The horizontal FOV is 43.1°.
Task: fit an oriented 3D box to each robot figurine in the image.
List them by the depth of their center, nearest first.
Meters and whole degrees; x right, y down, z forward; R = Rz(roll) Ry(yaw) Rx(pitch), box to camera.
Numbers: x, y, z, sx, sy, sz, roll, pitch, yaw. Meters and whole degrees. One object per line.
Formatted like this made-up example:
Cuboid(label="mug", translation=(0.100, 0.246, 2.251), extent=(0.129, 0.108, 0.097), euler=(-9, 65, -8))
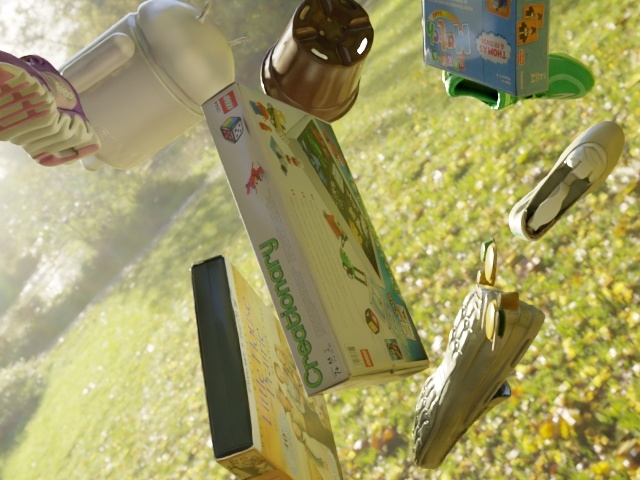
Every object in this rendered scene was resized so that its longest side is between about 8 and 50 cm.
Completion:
Cuboid(label="robot figurine", translation=(-0.285, -0.252, 1.311), extent=(0.353, 0.200, 0.300), euler=(-32, -10, 15))

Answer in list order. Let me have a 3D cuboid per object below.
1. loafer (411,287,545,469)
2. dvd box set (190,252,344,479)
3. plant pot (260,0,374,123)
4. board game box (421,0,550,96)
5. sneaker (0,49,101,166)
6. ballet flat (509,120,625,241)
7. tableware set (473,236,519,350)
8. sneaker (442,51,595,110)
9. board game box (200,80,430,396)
Cuboid(label="loafer", translation=(0.214, 0.211, 1.149), extent=(0.112, 0.111, 0.320), euler=(-84, 12, -56))
Cuboid(label="dvd box set", translation=(-0.067, 0.250, 1.235), extent=(0.062, 0.420, 0.308), euler=(-21, 52, 8))
Cuboid(label="plant pot", translation=(0.001, -0.289, 1.263), extent=(0.167, 0.167, 0.165), euler=(-56, 1, -21))
Cuboid(label="board game box", translation=(0.138, -0.247, 0.706), extent=(0.039, 0.212, 0.160), euler=(-14, 27, -19))
Cuboid(label="sneaker", translation=(-0.327, -0.163, 0.896), extent=(0.095, 0.105, 0.236), euler=(-17, -12, 3))
Cuboid(label="ballet flat", translation=(0.414, -0.095, 1.347), extent=(0.248, 0.086, 0.086), euler=(-50, 15, 12))
Cuboid(label="tableware set", translation=(0.207, 0.057, 0.950), extent=(0.154, 0.024, 0.104), euler=(-83, -3, -74))
Cuboid(label="sneaker", translation=(0.388, -0.304, 1.607), extent=(0.109, 0.295, 0.124), euler=(75, -154, -54))
Cuboid(label="board game box", translation=(0.000, 0.000, 0.822), extent=(0.053, 0.305, 0.193), euler=(-29, -18, 23))
